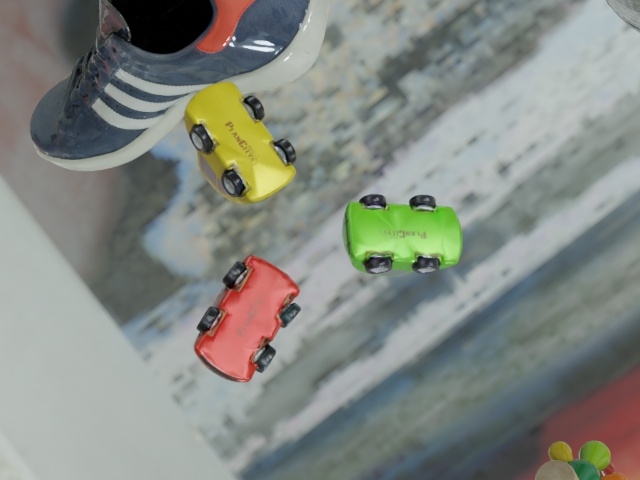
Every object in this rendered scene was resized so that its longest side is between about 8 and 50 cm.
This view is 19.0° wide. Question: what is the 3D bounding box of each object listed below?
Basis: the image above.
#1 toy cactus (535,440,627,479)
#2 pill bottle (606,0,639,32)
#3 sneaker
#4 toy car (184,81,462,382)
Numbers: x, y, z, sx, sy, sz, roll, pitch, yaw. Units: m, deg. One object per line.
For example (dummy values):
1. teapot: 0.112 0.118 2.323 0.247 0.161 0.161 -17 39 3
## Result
1. toy cactus: 0.206 0.247 1.670 0.219 0.112 0.180 -55 150 -28
2. pill bottle: 0.322 -0.281 1.720 0.176 0.176 0.318 -38 157 7
3. sneaker: -0.159 -0.171 1.638 0.350 0.148 0.131 -24 -130 38
4. toy car: 0.000 0.000 1.489 0.225 0.239 0.053 3 161 -20
